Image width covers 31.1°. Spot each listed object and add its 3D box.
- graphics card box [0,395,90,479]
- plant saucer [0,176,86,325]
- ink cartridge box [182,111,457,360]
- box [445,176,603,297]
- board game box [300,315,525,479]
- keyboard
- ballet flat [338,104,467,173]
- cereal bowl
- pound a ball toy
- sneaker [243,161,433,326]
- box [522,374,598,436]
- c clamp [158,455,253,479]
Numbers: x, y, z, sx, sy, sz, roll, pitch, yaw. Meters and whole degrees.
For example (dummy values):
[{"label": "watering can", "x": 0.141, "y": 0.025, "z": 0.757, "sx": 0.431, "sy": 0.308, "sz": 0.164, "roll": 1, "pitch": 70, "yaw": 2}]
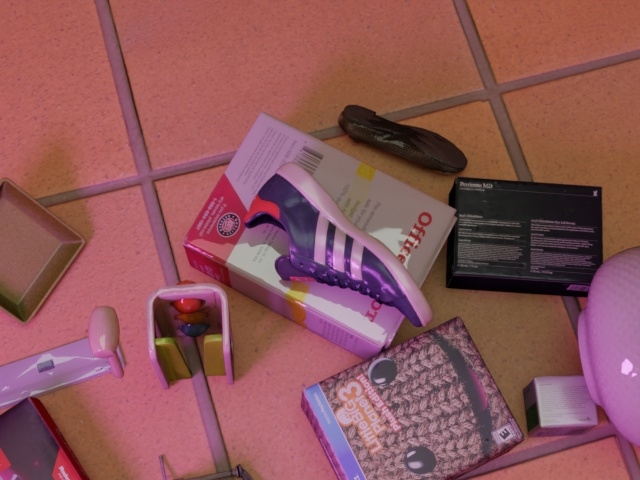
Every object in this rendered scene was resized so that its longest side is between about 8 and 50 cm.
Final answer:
[{"label": "graphics card box", "x": -0.557, "y": 0.449, "z": 1.850, "sx": 0.371, "sy": 0.094, "sz": 0.233, "roll": -33, "pitch": 76, "yaw": -11}, {"label": "plant saucer", "x": -0.533, "y": 0.019, "z": 1.983, "sx": 0.188, "sy": 0.045, "sz": 0.188, "roll": 42, "pitch": 70, "yaw": -27}, {"label": "ink cartridge box", "x": 0.000, "y": 0.000, "z": 1.986, "sx": 0.385, "sy": 0.160, "sz": 0.279, "roll": 28, "pitch": 73, "yaw": 7}, {"label": "box", "x": 0.359, "y": -0.005, "z": 2.033, "sx": 0.261, "sy": 0.103, "sz": 0.184, "roll": 4, "pitch": 74, "yaw": 0}, {"label": "board game box", "x": 0.146, "y": 0.299, "z": 1.902, "sx": 0.291, "sy": 0.141, "sz": 0.232, "roll": -25, "pitch": 74, "yaw": -10}, {"label": "keyboard", "x": -0.467, "y": 0.225, "z": 1.972, "sx": 0.256, "sy": 0.014, "sz": 0.072, "roll": -18, "pitch": 68, "yaw": -8}, {"label": "ballet flat", "x": 0.148, "y": -0.176, "z": 2.111, "sx": 0.250, "sy": 0.058, "sz": 0.084, "roll": 21, "pitch": 36, "yaw": -1}, {"label": "cereal bowl", "x": 0.508, "y": 0.181, "z": 1.880, "sx": 0.141, "sy": 0.339, "sz": 0.339, "roll": -11, "pitch": 70, "yaw": 22}, {"label": "pound a ball toy", "x": -0.246, "y": 0.145, "z": 1.844, "sx": 0.208, "sy": 0.319, "sz": 0.135, "roll": -4, "pitch": 71, "yaw": -3}, {"label": "sneaker", "x": 0.020, "y": 0.039, "z": 1.832, "sx": 0.148, "sy": 0.131, "sz": 0.350, "roll": -45, "pitch": 73, "yaw": -6}, {"label": "box", "x": 0.403, "y": 0.279, "z": 1.939, "sx": 0.102, "sy": 0.101, "sz": 0.087, "roll": -2, "pitch": 71, "yaw": -3}, {"label": "c clamp", "x": -0.183, "y": 0.410, "z": 1.904, "sx": 0.161, "sy": 0.022, "sz": 0.137, "roll": -5, "pitch": 59, "yaw": -7}]
